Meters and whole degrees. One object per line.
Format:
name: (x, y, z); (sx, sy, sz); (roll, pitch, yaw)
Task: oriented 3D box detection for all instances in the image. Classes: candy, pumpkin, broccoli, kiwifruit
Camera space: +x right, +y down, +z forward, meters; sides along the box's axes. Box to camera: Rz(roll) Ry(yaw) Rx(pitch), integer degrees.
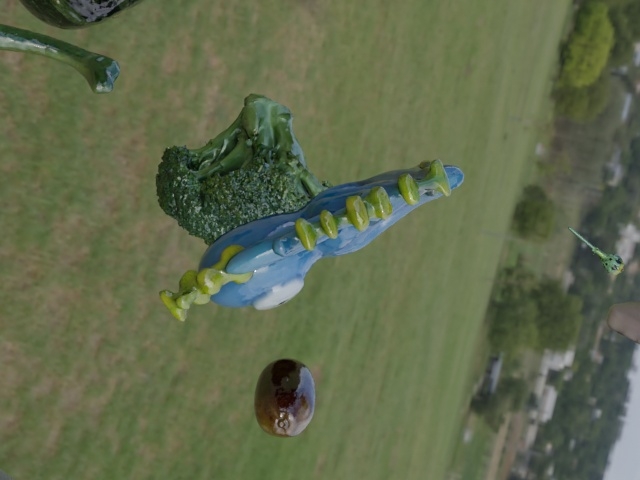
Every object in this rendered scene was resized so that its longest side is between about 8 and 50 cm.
candy: (0.323, 0.011, 1.303); (0.025, 0.083, 0.023); (-55, -169, -14)
pumpkin: (-0.260, -0.321, 1.252); (0.146, 0.190, 0.190); (52, 45, -33)
broccoli: (-0.095, -0.075, 1.544); (0.269, 0.261, 0.241); (143, -37, -68)
kiwifruit: (-0.043, 0.190, 1.339); (0.124, 0.075, 0.075); (-96, -168, -62)

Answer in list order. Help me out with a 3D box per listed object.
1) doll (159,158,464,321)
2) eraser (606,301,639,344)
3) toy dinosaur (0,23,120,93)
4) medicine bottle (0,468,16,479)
doll: (0.000, 0.000, 1.185); (0.346, 0.341, 0.098); (-155, -136, -84)
eraser: (0.498, 0.119, 1.440); (0.204, 0.243, 0.059); (-45, 148, -70)
toy dinosaur: (-0.375, -0.197, 0.718); (0.301, 0.447, 0.087); (-31, 157, -34)
medicine bottle: (-0.308, 0.300, 0.939); (0.208, 0.340, 0.208); (-54, 171, -12)
